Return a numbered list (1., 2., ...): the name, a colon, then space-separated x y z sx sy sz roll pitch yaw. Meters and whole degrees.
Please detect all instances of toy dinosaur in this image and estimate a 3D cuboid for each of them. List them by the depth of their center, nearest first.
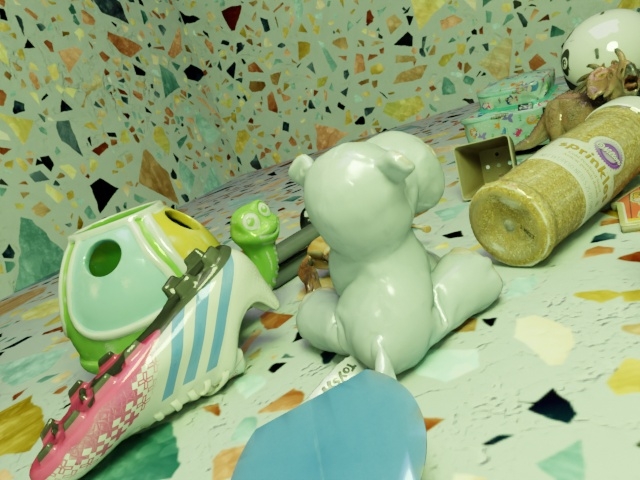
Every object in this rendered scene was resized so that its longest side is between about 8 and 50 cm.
1. toy dinosaur: 0.481 -0.234 0.940 0.127 0.200 0.295 -26 15 -23

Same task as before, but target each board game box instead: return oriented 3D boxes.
1. board game box: 0.008 0.177 0.385 0.168 0.033 0.133 -31 27 6

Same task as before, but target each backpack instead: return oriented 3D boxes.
1. backpack: 0.480 -0.307 1.263 0.253 0.191 0.225 -13 16 42

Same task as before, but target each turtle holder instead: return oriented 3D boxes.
1. turtle holder: -0.226 0.063 0.741 0.320 0.228 0.243 -12 16 27

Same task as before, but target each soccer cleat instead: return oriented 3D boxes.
1. soccer cleat: -0.172 0.156 0.592 0.331 0.143 0.116 -52 21 -21

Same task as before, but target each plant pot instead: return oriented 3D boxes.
1. plant pot: 0.343 -0.147 1.015 0.109 0.109 0.096 -9 6 37

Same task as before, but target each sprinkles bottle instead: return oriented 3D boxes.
1. sprinkles bottle: 0.363 -0.094 0.725 0.355 0.121 0.121 -31 18 -29

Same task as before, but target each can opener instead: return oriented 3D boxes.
1. can opener: 0.000 0.000 0.973 0.280 0.074 0.093 -30 18 -33

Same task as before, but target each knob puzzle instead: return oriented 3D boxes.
1. knob puzzle: 0.493 -0.073 0.678 0.213 0.030 0.213 -19 14 5

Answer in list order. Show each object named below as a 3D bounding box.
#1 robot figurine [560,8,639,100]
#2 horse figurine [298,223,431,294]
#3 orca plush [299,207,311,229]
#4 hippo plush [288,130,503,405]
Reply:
1. robot figurine: 0.599 -0.335 1.039 0.173 0.278 0.209 -42 44 16
2. horse figurine: 0.059 0.015 0.864 0.263 0.066 0.174 -25 21 -26
3. orca plush: 0.072 -0.102 1.192 0.287 0.102 0.151 -10 18 33
4. hippo plush: 0.040 0.009 0.565 0.234 0.237 0.294 -6 20 42
